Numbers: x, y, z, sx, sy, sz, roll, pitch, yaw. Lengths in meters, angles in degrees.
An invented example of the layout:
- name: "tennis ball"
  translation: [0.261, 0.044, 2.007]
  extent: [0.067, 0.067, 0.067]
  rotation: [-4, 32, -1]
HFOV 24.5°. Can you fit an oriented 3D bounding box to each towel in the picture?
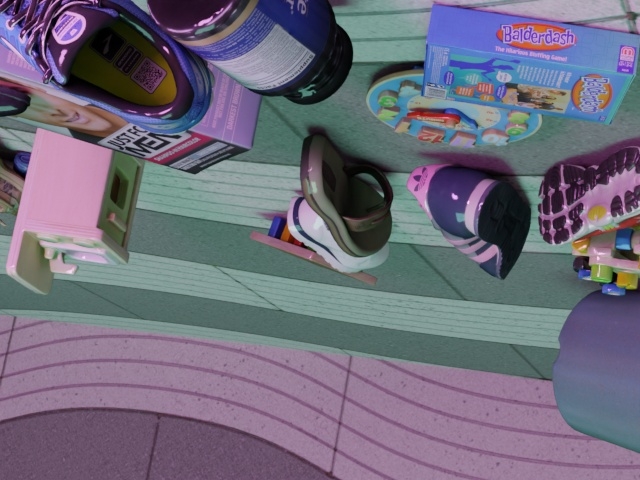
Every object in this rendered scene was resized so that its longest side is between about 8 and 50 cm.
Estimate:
- name: "towel"
  translation: [-0.462, -0.112, 2.367]
  extent: [0.067, 0.029, 0.119]
  rotation: [13, 167, -10]

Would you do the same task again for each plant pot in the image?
- name: "plant pot"
  translation: [0.585, 0.225, 2.409]
  extent: [0.334, 0.341, 0.341]
  rotation: [7, 169, 45]

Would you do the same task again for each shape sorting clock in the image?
- name: "shape sorting clock"
  translation: [0.155, -0.150, 1.712]
  extent: [0.206, 0.040, 0.206]
  rotation: [9, 167, 2]

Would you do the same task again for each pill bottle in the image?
- name: "pill bottle"
  translation: [-0.061, -0.213, 1.430]
  extent: [0.122, 0.123, 0.219]
  rotation: [2, 165, 32]

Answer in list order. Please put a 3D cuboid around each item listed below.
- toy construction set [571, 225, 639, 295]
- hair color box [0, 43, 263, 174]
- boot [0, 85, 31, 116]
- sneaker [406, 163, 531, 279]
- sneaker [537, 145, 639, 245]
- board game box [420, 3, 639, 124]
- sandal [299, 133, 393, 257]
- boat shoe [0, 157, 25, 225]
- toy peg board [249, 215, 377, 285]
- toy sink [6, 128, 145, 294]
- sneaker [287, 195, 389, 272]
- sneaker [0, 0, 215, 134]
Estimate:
- name: "toy construction set"
  translation: [0.470, 0.032, 2.049]
  extent: [0.215, 0.151, 0.327]
  rotation: [1, 153, 32]
- name: "hair color box"
  translation: [-0.272, -0.191, 1.704]
  extent: [0.374, 0.114, 0.185]
  rotation: [17, 165, -23]
- name: "boot"
  translation: [-0.385, -0.124, 1.606]
  extent: [0.121, 0.099, 0.045]
  rotation: [11, 168, -3]
- name: "sneaker"
  translation: [0.212, -0.037, 2.063]
  extent: [0.131, 0.112, 0.319]
  rotation: [23, 169, 22]
- name: "sneaker"
  translation: [0.375, -0.047, 1.860]
  extent: [0.118, 0.107, 0.279]
  rotation: [6, 172, -25]
- name: "board game box"
  translation: [0.213, -0.180, 1.527]
  extent: [0.210, 0.047, 0.160]
  rotation: [10, 166, 4]
- name: "sandal"
  translation: [0.052, -0.058, 2.036]
  extent: [0.086, 0.120, 0.303]
  rotation: [-9, 161, 17]
- name: "boat shoe"
  translation: [-0.537, -0.093, 2.315]
  extent: [0.104, 0.089, 0.285]
  rotation: [29, 169, 21]
- name: "toy peg board"
  translation: [0.000, 0.000, 2.432]
  extent: [0.161, 0.079, 0.160]
  rotation: [23, 177, -43]
- name: "toy sink"
  translation: [-0.349, -0.039, 2.140]
  extent: [0.131, 0.234, 0.153]
  rotation: [8, 166, 12]
- name: "sneaker"
  translation: [0.049, -0.009, 2.305]
  extent: [0.094, 0.090, 0.235]
  rotation: [-11, 158, 34]
- name: "sneaker"
  translation: [-0.243, -0.215, 1.382]
  extent: [0.330, 0.130, 0.147]
  rotation: [31, -177, -7]
